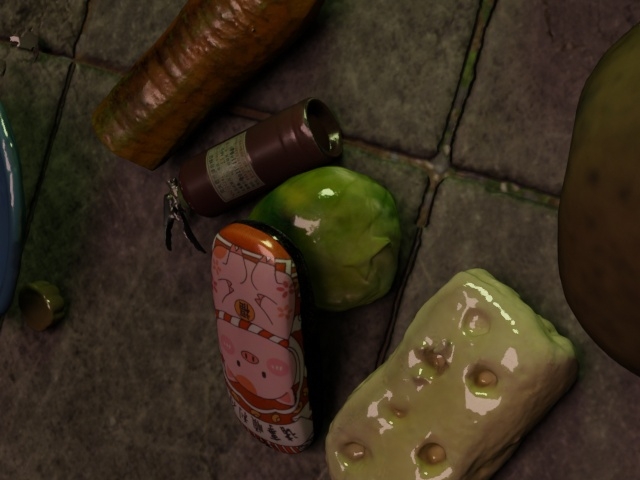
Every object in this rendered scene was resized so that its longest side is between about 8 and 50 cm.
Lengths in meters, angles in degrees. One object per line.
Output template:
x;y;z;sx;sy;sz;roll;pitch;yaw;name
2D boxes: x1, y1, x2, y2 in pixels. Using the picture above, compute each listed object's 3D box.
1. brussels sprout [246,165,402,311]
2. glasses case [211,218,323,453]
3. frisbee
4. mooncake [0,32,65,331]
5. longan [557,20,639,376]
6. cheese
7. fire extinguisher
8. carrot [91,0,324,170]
-0.001;-0.003;1.637;0.149;0.122;0.151;40;104;31;brussels sprout
-0.052;0.098;1.621;0.103;0.067;0.266;22;132;36;glasses case
-0.379;-0.052;1.864;0.289;0.049;0.289;19;112;58;frisbee
-0.342;-0.073;1.889;0.150;0.057;0.346;6;89;33;mooncake
0.330;-0.039;1.355;0.288;0.288;0.350;34;126;29;longan
0.115;0.159;1.568;0.159;0.093;0.263;45;108;28;cheese
-0.083;-0.061;1.725;0.231;0.071;0.099;-26;83;26;fire extinguisher
-0.112;-0.203;1.737;0.302;0.114;0.114;-43;65;24;carrot
